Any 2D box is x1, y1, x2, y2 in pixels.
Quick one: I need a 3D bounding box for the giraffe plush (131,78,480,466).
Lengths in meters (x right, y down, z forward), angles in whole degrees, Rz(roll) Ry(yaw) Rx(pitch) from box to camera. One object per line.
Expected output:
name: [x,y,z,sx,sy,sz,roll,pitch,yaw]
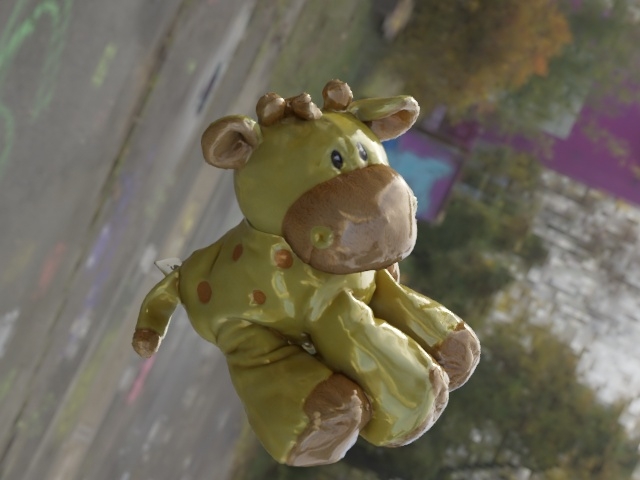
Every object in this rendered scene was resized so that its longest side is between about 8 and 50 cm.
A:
giraffe plush: [0.000,0.000,0.902,0.181,0.210,0.171,-40,153,-51]
